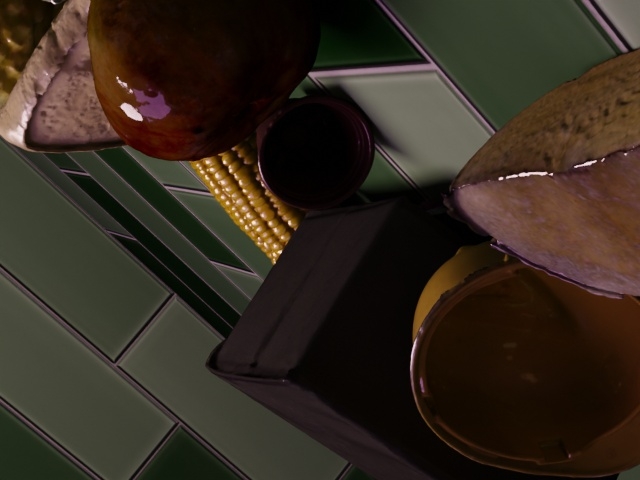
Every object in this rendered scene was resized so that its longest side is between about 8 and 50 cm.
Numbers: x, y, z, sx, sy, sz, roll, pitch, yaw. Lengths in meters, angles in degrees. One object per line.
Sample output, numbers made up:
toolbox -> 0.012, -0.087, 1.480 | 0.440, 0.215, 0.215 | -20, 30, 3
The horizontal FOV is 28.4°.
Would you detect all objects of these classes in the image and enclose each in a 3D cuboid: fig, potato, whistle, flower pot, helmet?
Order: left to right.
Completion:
fig -> -0.109, -0.208, 0.978 | 0.190, 0.191, 0.290 | 138, 120, -77
flower pot -> -0.015, -0.092, 1.176 | 0.111, 0.111, 0.089 | 46, 180, -27
whistle -> 0.096, -0.013, 1.253 | 0.033, 0.033, 0.176 | 40, 168, -1
helmet -> 0.179, 0.076, 1.063 | 0.257, 0.205, 0.140 | 24, -157, -23
potato -> 0.195, -0.036, 0.765 | 0.138, 0.098, 0.243 | 40, 161, -16

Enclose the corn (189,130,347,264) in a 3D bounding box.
corn -> -0.051, -0.050, 1.372 | 0.318, 0.115, 0.115 | 46, 166, -23

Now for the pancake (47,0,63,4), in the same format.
pancake -> -0.218, -0.298, 0.925 | 0.253, 0.037, 0.253 | 42, 142, 46

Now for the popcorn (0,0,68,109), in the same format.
popcorn -> -0.334, -0.244, 1.235 | 0.195, 0.256, 0.255 | 3, 145, -20

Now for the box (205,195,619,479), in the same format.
box -> 0.109, 0.135, 1.239 | 0.345, 0.204, 0.251 | 35, 166, -15

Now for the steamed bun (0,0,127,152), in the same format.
steamed bun -> -0.174, -0.187, 1.161 | 0.110, 0.231, 0.212 | 59, 140, 33
